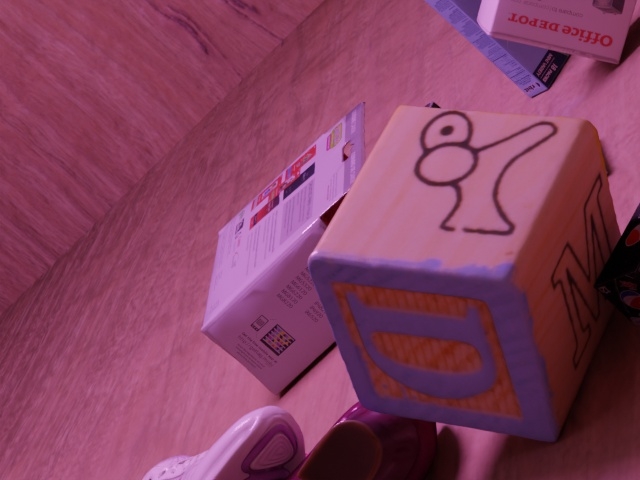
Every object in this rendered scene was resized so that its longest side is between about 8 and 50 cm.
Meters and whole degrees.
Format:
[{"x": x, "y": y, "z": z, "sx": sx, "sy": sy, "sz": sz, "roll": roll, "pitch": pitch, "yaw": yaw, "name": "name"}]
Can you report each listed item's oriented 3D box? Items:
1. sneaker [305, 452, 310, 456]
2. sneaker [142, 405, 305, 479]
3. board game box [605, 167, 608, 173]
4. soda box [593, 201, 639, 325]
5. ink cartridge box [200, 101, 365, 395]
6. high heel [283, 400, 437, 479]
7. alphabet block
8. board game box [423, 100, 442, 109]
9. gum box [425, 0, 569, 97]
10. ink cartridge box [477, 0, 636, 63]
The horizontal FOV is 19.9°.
[{"x": -0.013, "y": 0.229, "z": 1.773, "sx": 0.170, "sy": 0.075, "sz": 0.063, "roll": -38, "pitch": 17, "yaw": 35, "name": "sneaker"}, {"x": -0.120, "y": 0.245, "z": 1.754, "sx": 0.305, "sy": 0.114, "sz": 0.152, "roll": -58, "pitch": 47, "yaw": 36, "name": "sneaker"}, {"x": 0.226, "y": -0.042, "z": 1.880, "sx": 0.154, "sy": 0.026, "sz": 0.103, "roll": -44, "pitch": 15, "yaw": 16, "name": "board game box"}, {"x": 0.296, "y": -0.011, "z": 1.531, "sx": 0.060, "sy": 0.053, "sz": 0.169, "roll": -27, "pitch": 25, "yaw": 57, "name": "soda box"}, {"x": 0.000, "y": 0.000, "z": 2.232, "sx": 0.272, "sy": 0.130, "sz": 0.309, "roll": -43, "pitch": 15, "yaw": 17, "name": "ink cartridge box"}, {"x": -0.025, "y": 0.296, "z": 1.662, "sx": 0.377, "sy": 0.127, "sz": 0.181, "roll": -48, "pitch": -15, "yaw": 17, "name": "high heel"}, {"x": 0.129, "y": 0.024, "z": 1.525, "sx": 0.192, "sy": 0.193, "sz": 0.197, "roll": 8, "pitch": 48, "yaw": 27, "name": "alphabet block"}, {"x": 0.129, "y": -0.051, "z": 1.990, "sx": 0.026, "sy": 0.126, "sz": 0.186, "roll": -33, "pitch": 21, "yaw": 46, "name": "board game box"}, {"x": 0.233, "y": -0.290, "z": 2.194, "sx": 0.157, "sy": 0.184, "sz": 0.041, "roll": -55, "pitch": 15, "yaw": -28, "name": "gum box"}, {"x": 0.278, "y": -0.320, "z": 2.023, "sx": 0.092, "sy": 0.159, "sz": 0.217, "roll": -98, "pitch": 21, "yaw": -70, "name": "ink cartridge box"}]
